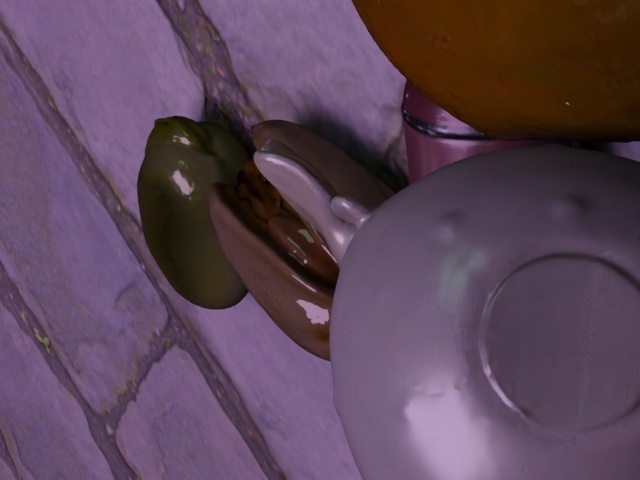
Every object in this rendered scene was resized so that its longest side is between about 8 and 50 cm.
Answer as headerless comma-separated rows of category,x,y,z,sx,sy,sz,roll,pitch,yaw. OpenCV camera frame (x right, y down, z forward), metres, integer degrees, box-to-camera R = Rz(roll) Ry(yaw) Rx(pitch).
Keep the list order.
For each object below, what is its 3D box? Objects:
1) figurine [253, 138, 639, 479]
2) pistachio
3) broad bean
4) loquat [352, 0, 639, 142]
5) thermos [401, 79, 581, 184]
figurine,0.072,0.051,0.814,0.274,0.226,0.394,44,172,5
pistachio,0.000,0.000,1.196,0.129,0.131,0.206,-47,56,7
broad bean,-0.106,-0.024,1.351,0.124,0.082,0.174,39,137,32
loquat,0.139,-0.174,0.733,0.284,0.276,0.276,-152,46,-65
thermos,0.116,-0.030,1.030,0.109,0.136,0.330,4,117,23
